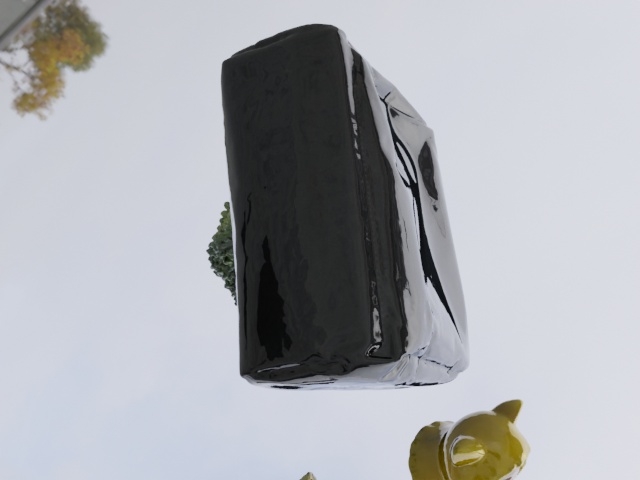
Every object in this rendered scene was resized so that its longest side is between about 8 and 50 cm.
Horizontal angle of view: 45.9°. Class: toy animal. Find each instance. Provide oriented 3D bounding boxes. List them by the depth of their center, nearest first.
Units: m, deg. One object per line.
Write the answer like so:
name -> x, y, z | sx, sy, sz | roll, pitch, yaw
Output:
toy animal -> 0.213, 0.323, 1.121 | 0.229, 0.156, 0.156 | 125, -15, -52

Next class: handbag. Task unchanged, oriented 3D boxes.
handbag -> 0.017, -0.005, 0.700 | 0.178, 0.275, 0.301 | -13, -108, 18

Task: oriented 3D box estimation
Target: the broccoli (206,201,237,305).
broccoli -> 0.002, 0.000, 1.043 | 0.259, 0.288, 0.235 | -65, -174, -27

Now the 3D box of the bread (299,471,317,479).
bread -> -0.002, 0.335, 0.870 | 0.080, 0.084, 0.109 | -39, -139, -14
